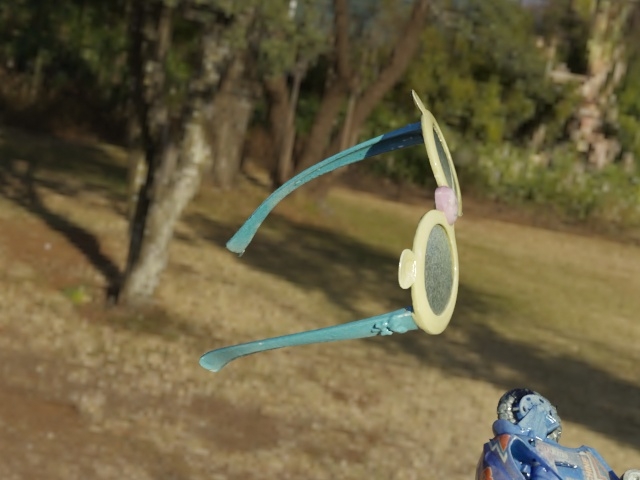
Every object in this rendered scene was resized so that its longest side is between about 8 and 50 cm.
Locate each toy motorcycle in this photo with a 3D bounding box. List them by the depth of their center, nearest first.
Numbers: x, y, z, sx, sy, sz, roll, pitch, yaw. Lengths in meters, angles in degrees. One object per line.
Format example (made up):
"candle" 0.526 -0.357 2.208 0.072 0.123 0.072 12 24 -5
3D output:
"toy motorcycle" 0.185 0.202 1.082 0.114 0.076 0.205 -19 63 -39

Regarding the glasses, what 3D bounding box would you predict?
"glasses" 0.019 0.017 1.065 0.088 0.189 0.220 35 -48 -29
